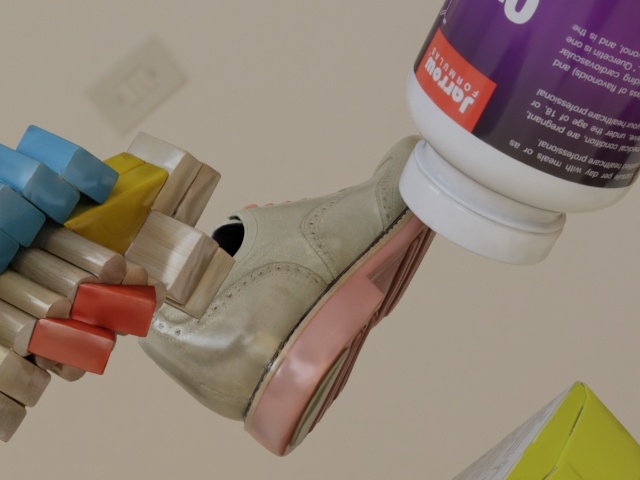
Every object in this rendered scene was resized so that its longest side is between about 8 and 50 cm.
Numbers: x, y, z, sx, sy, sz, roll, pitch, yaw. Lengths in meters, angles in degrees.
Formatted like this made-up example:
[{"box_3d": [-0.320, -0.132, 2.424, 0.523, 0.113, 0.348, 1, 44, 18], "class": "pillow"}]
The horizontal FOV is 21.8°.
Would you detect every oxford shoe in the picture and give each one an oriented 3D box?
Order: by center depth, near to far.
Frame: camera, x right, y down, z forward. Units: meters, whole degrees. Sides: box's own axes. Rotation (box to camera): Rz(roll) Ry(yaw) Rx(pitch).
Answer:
[{"box_3d": [0.000, 0.000, 1.270, 0.146, 0.140, 0.397, 28, -148, 8], "class": "oxford shoe"}]

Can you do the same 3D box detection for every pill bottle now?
[{"box_3d": [0.176, -0.147, 1.157, 0.181, 0.323, 0.181, 21, -155, -11], "class": "pill bottle"}]

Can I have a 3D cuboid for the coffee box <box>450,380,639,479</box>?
[{"box_3d": [0.145, 0.364, 1.199, 0.337, 0.334, 0.338, 49, -156, 5], "class": "coffee box"}]

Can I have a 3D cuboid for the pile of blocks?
[{"box_3d": [-0.168, 0.030, 0.865, 0.112, 0.362, 0.149, 23, 133, 34], "class": "pile of blocks"}]
